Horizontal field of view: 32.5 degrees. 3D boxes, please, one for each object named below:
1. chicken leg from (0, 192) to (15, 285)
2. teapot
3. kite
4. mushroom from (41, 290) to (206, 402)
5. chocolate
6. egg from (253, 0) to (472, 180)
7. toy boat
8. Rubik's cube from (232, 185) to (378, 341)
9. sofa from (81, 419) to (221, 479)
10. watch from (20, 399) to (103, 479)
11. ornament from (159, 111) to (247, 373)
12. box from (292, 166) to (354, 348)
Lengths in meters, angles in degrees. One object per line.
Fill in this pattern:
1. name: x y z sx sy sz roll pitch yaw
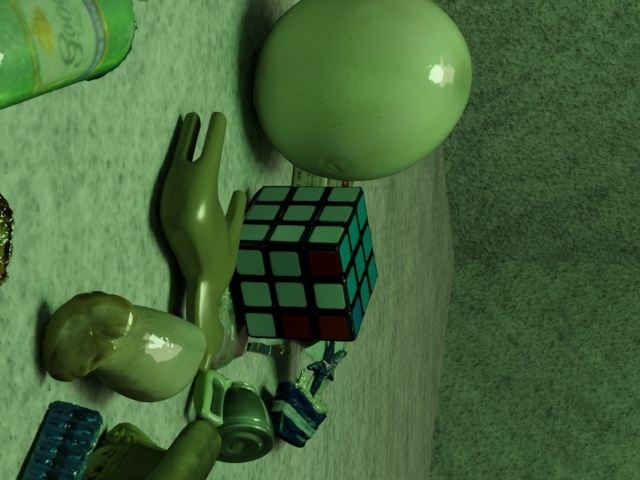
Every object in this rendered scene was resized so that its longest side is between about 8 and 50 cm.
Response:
1. chicken leg: -0.265 0.018 0.820 0.062 0.037 0.145 34 55 -48
2. teapot: -0.108 0.215 1.385 0.124 0.092 0.090 85 -3 -49
3. kite: -0.098 0.096 1.553 0.360 0.022 0.204 35 57 -69
4. mushroom: -0.179 0.103 1.047 0.212 0.097 0.088 45 40 -64
5. chocolate: -0.237 -0.142 0.796 0.291 0.110 0.110 -52 142 -64
6. egg: 0.062 -0.227 1.547 0.283 0.345 0.283 5 82 -38
7. toy boat: -0.004 0.191 1.703 0.291 0.070 0.210 -70 165 10
8. Rubik's cube: -0.022 0.030 1.506 0.160 0.163 0.162 -66 152 -53
9. sofa: -0.142 0.318 1.038 0.200 0.182 0.258 -56 145 -69
10. watch: -0.253 0.227 0.832 0.276 0.068 0.274 71 22 -67
11. ornament: -0.137 0.011 1.296 0.230 0.061 0.244 78 18 -51
12. box: 0.000 0.000 1.863 0.214 0.069 0.353 50 45 -70
